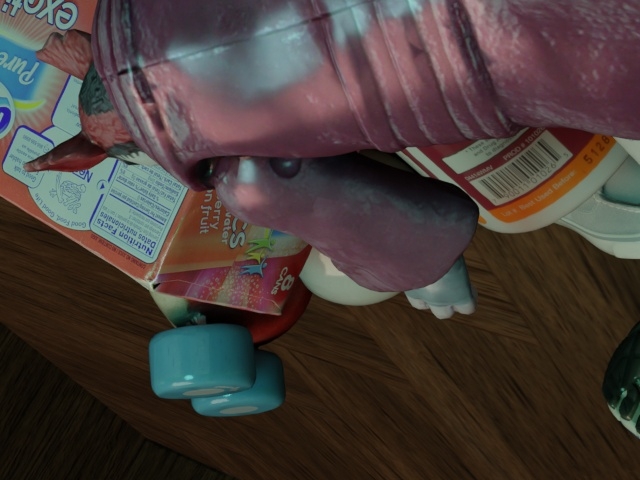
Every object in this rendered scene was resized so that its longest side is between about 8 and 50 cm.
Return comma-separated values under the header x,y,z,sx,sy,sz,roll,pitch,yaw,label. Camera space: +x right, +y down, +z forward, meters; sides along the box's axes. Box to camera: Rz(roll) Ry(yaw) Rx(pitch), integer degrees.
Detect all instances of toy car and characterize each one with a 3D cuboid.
x,y,z,sx,sy,sz,roll,pitch,yaw,label
0.000,0.000,0.961,0.237,0.219,0.210,-8,165,8,toy car

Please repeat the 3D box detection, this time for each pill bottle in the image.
x,y,z,sx,sy,sz,roll,pitch,yaw,label
0.048,-0.111,0.631,0.221,0.121,0.121,39,160,-24,pill bottle

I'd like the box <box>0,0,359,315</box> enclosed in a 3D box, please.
x,y,z,sx,sy,sz,roll,pitch,yaw,label
-0.137,-0.087,0.820,0.300,0.154,0.142,27,-176,31,box

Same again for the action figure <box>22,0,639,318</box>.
x,y,z,sx,sy,sz,roll,pitch,yaw,label
0.044,-0.070,0.427,0.370,0.276,0.248,-16,100,22,action figure

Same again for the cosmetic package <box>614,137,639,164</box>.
x,y,z,sx,sy,sz,roll,pitch,yaw,label
0.236,-0.034,0.606,0.231,0.085,0.117,41,160,-26,cosmetic package

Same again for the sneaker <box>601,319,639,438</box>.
x,y,z,sx,sy,sz,roll,pitch,yaw,label
0.335,0.139,0.835,0.330,0.130,0.147,19,156,32,sneaker

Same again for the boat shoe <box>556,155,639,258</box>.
x,y,z,sx,sy,sz,roll,pitch,yaw,label
0.152,-0.042,0.729,0.063,0.066,0.184,47,177,-25,boat shoe
